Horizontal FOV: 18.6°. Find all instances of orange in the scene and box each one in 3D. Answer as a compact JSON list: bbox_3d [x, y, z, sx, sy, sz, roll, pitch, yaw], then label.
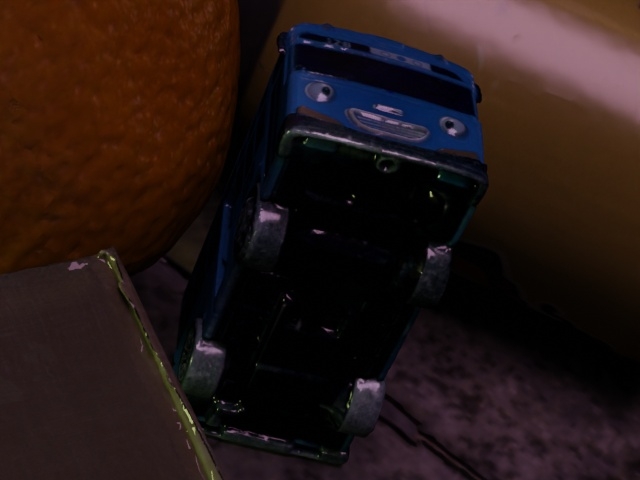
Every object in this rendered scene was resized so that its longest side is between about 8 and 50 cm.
[{"bbox_3d":[-0.157,-0.078,0.777,0.264,0.264,0.264,12,47,-13],"label":"orange"}]

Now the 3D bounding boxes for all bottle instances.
[{"bbox_3d":[0.045,-0.082,0.930,0.351,0.171,0.171,24,45,2],"label":"bottle"}]

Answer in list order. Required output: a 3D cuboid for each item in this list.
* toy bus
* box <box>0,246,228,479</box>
[{"bbox_3d":[0.000,0.000,0.821,0.090,0.184,0.106,15,43,-11],"label":"toy bus"},{"bbox_3d":[-0.108,0.146,0.667,0.149,0.155,0.231,-11,56,-27],"label":"box"}]
